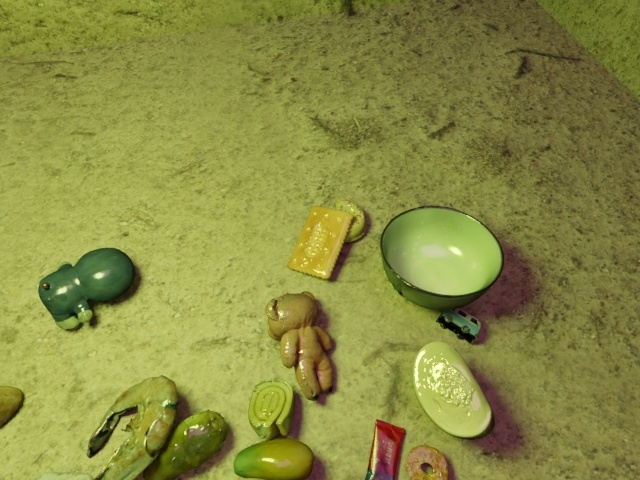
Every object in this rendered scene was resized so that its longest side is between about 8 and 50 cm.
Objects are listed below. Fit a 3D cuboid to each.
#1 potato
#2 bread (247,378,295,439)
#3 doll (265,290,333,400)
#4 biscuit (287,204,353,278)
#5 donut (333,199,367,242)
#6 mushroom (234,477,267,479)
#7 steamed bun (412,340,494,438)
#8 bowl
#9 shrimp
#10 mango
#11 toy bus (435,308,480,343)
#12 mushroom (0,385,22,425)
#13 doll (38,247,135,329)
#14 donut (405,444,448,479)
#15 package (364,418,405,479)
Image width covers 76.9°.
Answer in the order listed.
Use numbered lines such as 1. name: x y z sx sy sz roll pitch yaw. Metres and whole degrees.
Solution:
1. potato: -0.337 0.518 1.009 0.226 0.090 0.117 -35 85 -16
2. bread: -0.128 0.445 1.065 0.118 0.064 0.156 1 38 9
3. doll: -0.067 0.299 1.153 0.201 0.156 0.302 -1 72 -52
4. biscuit: 0.000 0.000 1.338 0.160 0.030 0.249 15 69 22
5. donut: 0.110 -0.074 1.408 0.109 0.065 0.165 -5 60 -7
6. mushroom: -0.168 0.640 0.807 0.353 0.352 0.325 34 41 15
7. steamed bun: 0.340 0.403 1.068 0.155 0.200 0.249 -28 59 8
8. bowl: 0.355 0.077 1.248 0.355 0.185 0.353 -1 49 1
9. shrimp: -0.493 0.496 0.993 0.247 0.085 0.360 14 61 42
10. mango: -0.114 0.541 0.989 0.195 0.130 0.091 -3 85 -9
11. toy bus: 0.429 0.251 1.238 0.123 0.060 0.075 32 59 17
12. mushroom: -0.924 0.425 0.993 0.286 0.151 0.155 -14 63 -12
13. doll: -0.692 0.122 1.204 0.259 0.153 0.228 -27 60 -26
14. donut: 0.273 0.583 1.039 0.108 0.043 0.097 22 61 11
15. package: 0.163 0.578 1.047 0.083 0.022 0.200 16 58 6
